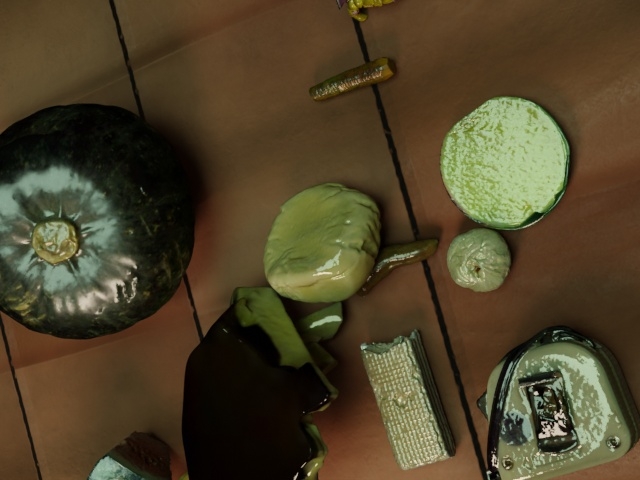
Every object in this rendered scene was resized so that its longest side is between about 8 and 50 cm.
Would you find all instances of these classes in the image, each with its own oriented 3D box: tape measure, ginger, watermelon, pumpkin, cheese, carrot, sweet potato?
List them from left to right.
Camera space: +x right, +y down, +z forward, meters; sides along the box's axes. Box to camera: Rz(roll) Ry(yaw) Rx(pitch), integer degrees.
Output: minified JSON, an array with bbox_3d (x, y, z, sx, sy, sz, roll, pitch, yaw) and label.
[{"bbox_3d":[-0.450,-0.038,2.108,0.455,0.344,0.454,1,100,5],"label":"pumpkin"},{"bbox_3d":[-0.379,0.502,2.214,0.148,0.226,0.318,28,143,2],"label":"watermelon"},{"bbox_3d":[-0.063,0.303,1.990,0.358,0.211,0.413,13,97,43],"label":"ginger"},{"bbox_3d":[0.000,0.000,1.978,0.226,0.117,0.213,-6,60,33],"label":"cheese"},{"bbox_3d":[0.054,-0.284,1.997,0.171,0.042,0.042,-17,85,28],"label":"carrot"},{"bbox_3d":[0.126,0.035,1.976,0.182,0.053,0.054,-31,40,23],"label":"sweet potato"},{"bbox_3d":[0.358,0.272,1.826,0.271,0.133,0.231,-26,82,29],"label":"tape measure"}]

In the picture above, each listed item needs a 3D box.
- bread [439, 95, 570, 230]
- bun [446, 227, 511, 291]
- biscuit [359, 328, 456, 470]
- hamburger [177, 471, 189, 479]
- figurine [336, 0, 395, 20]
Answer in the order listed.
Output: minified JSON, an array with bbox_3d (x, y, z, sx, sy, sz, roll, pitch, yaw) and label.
[{"bbox_3d":[0.311,-0.129,1.877,0.229,0.033,0.228,3,97,28],"label":"bread"},{"bbox_3d":[0.264,0.034,1.888,0.115,0.069,0.115,5,101,28],"label":"bun"},{"bbox_3d":[0.152,0.281,1.971,0.108,0.062,0.238,-21,83,27],"label":"biscuit"},{"bbox_3d":[-0.187,0.532,2.094,0.237,0.237,0.149,51,154,16],"label":"hamburger"},{"bbox_3d":[0.102,-0.441,1.948,0.156,0.115,0.094,-18,50,9],"label":"figurine"}]
